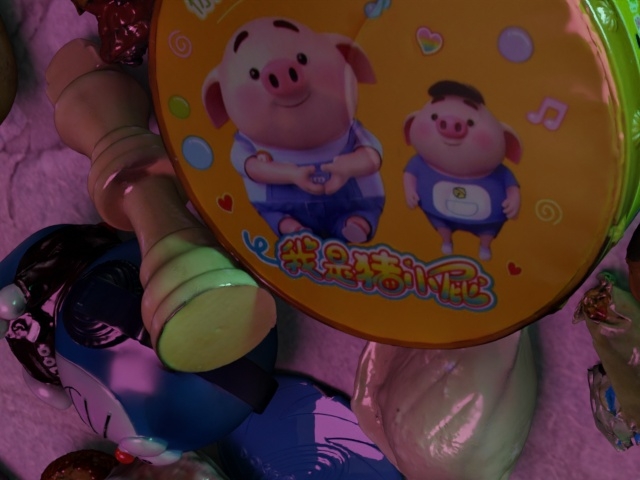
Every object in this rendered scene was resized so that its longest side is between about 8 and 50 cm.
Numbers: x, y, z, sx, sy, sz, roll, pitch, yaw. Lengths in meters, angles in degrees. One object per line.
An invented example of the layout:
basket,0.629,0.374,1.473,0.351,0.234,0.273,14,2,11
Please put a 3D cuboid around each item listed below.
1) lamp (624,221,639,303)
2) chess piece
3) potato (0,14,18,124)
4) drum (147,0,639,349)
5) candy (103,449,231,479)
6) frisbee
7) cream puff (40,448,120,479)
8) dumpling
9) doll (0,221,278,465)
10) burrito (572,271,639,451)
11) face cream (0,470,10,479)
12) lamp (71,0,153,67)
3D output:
lamp,0.344,0.022,1.095,0.185,0.161,0.161,34,130,-2
chess piece,-0.174,-0.056,1.334,0.397,0.117,0.117,57,140,36
potato,-0.411,-0.213,1.445,0.148,0.197,0.228,7,153,35
drum,0.088,-0.136,1.145,0.431,0.214,0.431,15,123,24
candy,-0.140,0.357,1.601,0.290,0.157,0.214,56,150,-13
frisbee,-0.019,0.258,1.555,0.242,0.045,0.242,16,123,27
cream puff,-0.272,0.317,1.727,0.149,0.084,0.149,15,126,22
dumpling,0.115,0.143,1.346,0.179,0.131,0.252,25,123,30
doll,-0.186,0.096,1.453,0.310,0.240,0.284,23,169,37
burrito,0.299,0.162,1.286,0.104,0.054,0.288,-18,107,41
face cream,-0.404,0.369,1.850,0.283,0.073,0.073,42,131,6
lamp,-0.220,-0.287,1.331,0.118,0.118,0.253,-30,94,41
